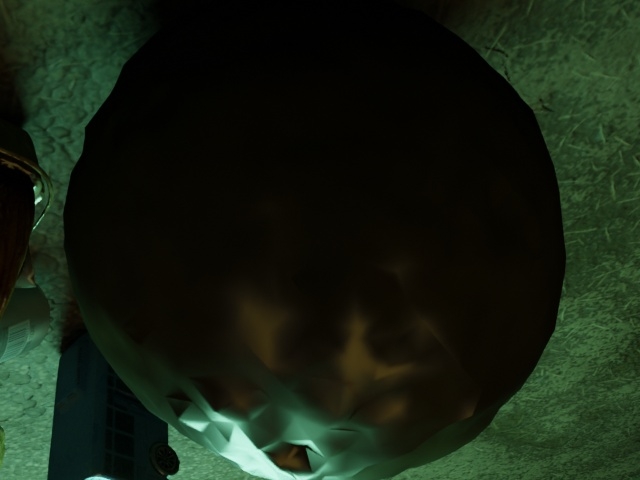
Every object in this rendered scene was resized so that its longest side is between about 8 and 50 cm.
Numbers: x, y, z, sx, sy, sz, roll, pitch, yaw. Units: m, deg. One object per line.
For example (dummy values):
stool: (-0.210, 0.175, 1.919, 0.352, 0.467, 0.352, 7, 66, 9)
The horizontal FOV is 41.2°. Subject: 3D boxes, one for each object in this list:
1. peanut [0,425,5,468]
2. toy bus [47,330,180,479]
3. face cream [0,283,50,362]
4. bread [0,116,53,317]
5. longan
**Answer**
peanut: (-0.561, 0.344, 1.139, 0.387, 0.169, 0.192, -39, 144, 26)
toy bus: (-0.258, 0.220, 1.048, 0.116, 0.234, 0.133, -38, 131, 26)
face cream: (-0.397, 0.111, 0.863, 0.269, 0.073, 0.107, -25, 140, -59)
bread: (-0.328, 0.005, 0.757, 0.142, 0.212, 0.224, 23, 127, -35)
longan: (-0.003, -0.008, 0.711, 0.404, 0.404, 0.436, -18, 177, 3)
